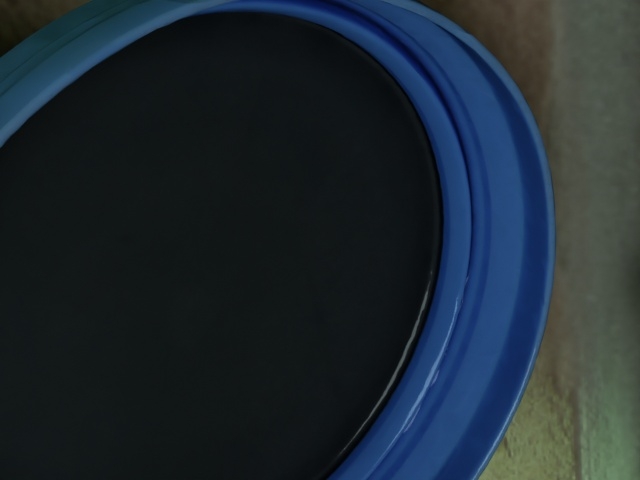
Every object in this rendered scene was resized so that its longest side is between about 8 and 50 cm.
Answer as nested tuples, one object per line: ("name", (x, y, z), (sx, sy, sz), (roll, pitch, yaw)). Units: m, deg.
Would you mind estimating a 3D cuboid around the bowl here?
("bowl", (-0.052, 0.050, 0.733), (0.391, 0.077, 0.391), (-17, 123, -29))
